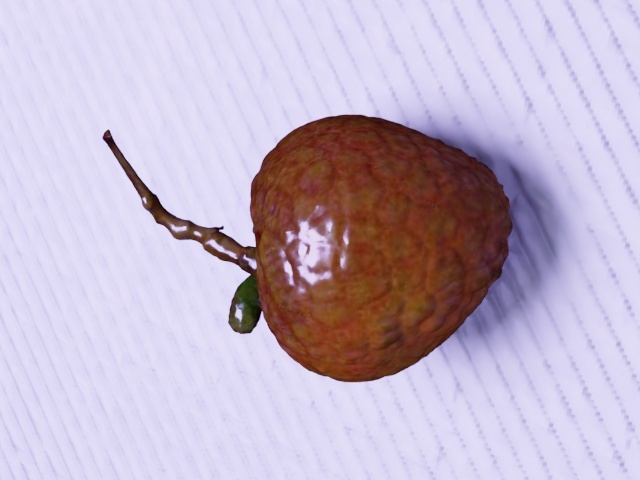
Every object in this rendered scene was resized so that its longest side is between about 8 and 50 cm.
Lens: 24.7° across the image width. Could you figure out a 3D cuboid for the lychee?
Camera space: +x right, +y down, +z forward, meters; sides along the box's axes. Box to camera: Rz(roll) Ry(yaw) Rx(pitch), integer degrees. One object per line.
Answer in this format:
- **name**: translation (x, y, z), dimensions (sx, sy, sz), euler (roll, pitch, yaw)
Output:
- **lychee**: translation (0.006, -0.001, 0.580), dimensions (0.140, 0.101, 0.114), euler (-8, 92, 36)
